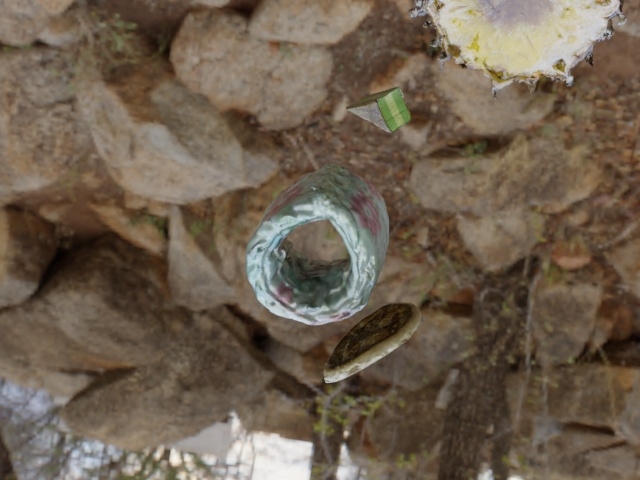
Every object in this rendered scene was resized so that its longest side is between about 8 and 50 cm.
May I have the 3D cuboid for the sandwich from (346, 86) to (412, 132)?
[{"bbox_3d":[0.119,-0.261,1.892,0.074,0.074,0.116,-33,-165,-29],"label":"sandwich"}]

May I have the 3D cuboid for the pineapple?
[{"bbox_3d":[0.310,-0.426,1.481,0.352,0.353,0.300,9,-152,-4],"label":"pineapple"}]

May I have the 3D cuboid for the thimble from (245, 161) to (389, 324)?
[{"bbox_3d":[0.000,0.000,1.275,0.185,0.211,0.149,15,-149,4],"label":"thimble"}]

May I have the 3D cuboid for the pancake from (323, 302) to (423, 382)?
[{"bbox_3d":[0.064,0.128,1.181,0.158,0.028,0.158,-34,-171,6],"label":"pancake"}]
